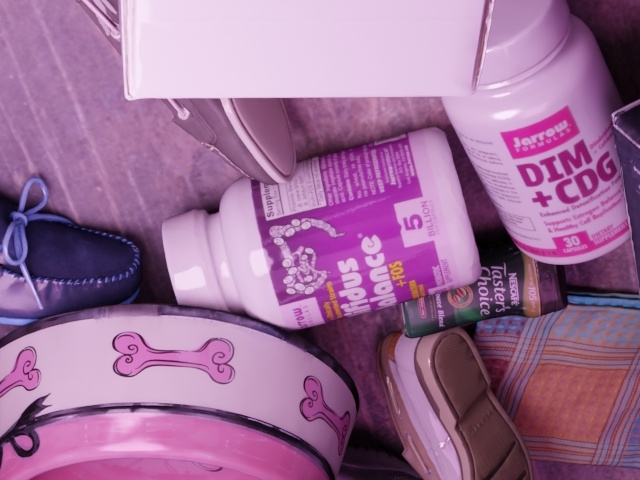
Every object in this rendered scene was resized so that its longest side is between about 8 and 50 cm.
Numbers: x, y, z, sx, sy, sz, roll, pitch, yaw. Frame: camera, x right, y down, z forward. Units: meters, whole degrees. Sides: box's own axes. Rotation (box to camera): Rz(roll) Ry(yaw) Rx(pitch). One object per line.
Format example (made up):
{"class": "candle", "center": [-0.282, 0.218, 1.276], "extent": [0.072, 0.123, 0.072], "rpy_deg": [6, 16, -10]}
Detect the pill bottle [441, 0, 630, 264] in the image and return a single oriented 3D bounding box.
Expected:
{"class": "pill bottle", "center": [0.213, -0.124, 1.761], "extent": [0.160, 0.160, 0.283], "rpy_deg": [-23, 129, 11]}

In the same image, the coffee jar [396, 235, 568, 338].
{"class": "coffee jar", "center": [0.172, 0.045, 1.940], "extent": [0.184, 0.079, 0.096], "rpy_deg": [-10, 99, -1]}

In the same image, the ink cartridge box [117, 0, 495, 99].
{"class": "ink cartridge box", "center": [-0.031, -0.282, 1.447], "extent": [0.279, 0.384, 0.160], "rpy_deg": [-2, 130, -7]}

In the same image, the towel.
{"class": "towel", "center": [0.337, 0.167, 2.103], "extent": [0.370, 0.040, 0.271], "rpy_deg": [5, 128, -12]}

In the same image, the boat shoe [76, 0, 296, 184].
{"class": "boat shoe", "center": [-0.135, -0.180, 1.709], "extent": [0.096, 0.112, 0.335], "rpy_deg": [-15, 127, 27]}

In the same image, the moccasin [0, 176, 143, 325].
{"class": "moccasin", "center": [-0.346, 0.007, 1.804], "extent": [0.342, 0.137, 0.116], "rpy_deg": [3, 124, -12]}

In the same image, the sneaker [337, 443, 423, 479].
{"class": "sneaker", "center": [0.073, 0.323, 2.111], "extent": [0.341, 0.139, 0.125], "rpy_deg": [3, 151, -8]}

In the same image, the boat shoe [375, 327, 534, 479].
{"class": "boat shoe", "center": [0.154, 0.228, 2.047], "extent": [0.103, 0.113, 0.302], "rpy_deg": [0, 115, 46]}

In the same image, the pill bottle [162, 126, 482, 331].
{"class": "pill bottle", "center": [0.000, 0.000, 1.828], "extent": [0.302, 0.169, 0.169], "rpy_deg": [-15, 130, 4]}

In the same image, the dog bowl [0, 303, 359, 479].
{"class": "dog bowl", "center": [-0.165, 0.228, 1.886], "extent": [0.408, 0.150, 0.408], "rpy_deg": [1, 148, 0]}

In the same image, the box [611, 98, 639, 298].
{"class": "box", "center": [0.580, 0.021, 1.769], "extent": [0.480, 0.297, 0.471], "rpy_deg": [-28, 133, -12]}
